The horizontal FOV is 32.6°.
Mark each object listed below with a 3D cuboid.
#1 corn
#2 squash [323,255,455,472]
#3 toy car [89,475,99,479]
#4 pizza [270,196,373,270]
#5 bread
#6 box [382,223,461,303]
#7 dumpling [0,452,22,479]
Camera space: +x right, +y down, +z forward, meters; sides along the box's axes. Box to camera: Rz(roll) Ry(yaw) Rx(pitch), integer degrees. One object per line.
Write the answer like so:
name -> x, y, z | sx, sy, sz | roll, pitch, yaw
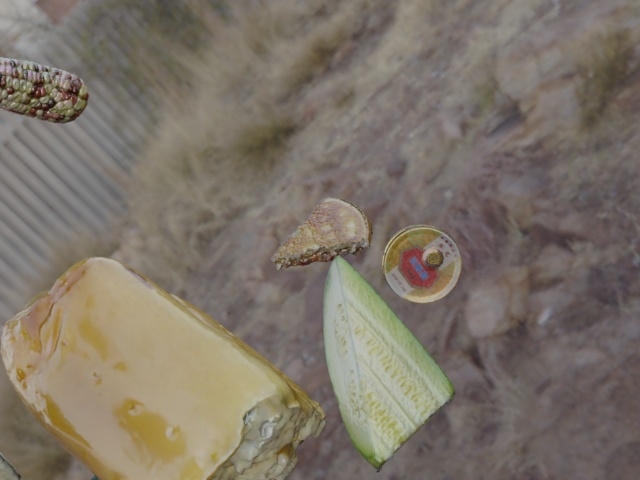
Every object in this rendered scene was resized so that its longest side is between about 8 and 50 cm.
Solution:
corn -> -0.499, -0.247, 1.743 | 0.092, 0.281, 0.092 | -7, 80, 45
squash -> 0.046, 0.197, 1.688 | 0.203, 0.288, 0.111 | -36, -12, -34
toy car -> -0.287, 0.438, 1.847 | 0.358, 0.213, 0.176 | -53, -16, -32
pizza -> 0.000, 0.000, 2.004 | 0.193, 0.053, 0.201 | -25, 32, 1
bread -> -0.218, 0.201, 1.409 | 0.250, 0.394, 0.361 | -53, -14, -6
box -> 0.134, 0.030, 1.451 | 0.105, 0.105, 0.037 | -42, 9, 5
dumpling -> -0.386, 0.293, 1.044 | 0.247, 0.172, 0.142 | -39, 56, -7
